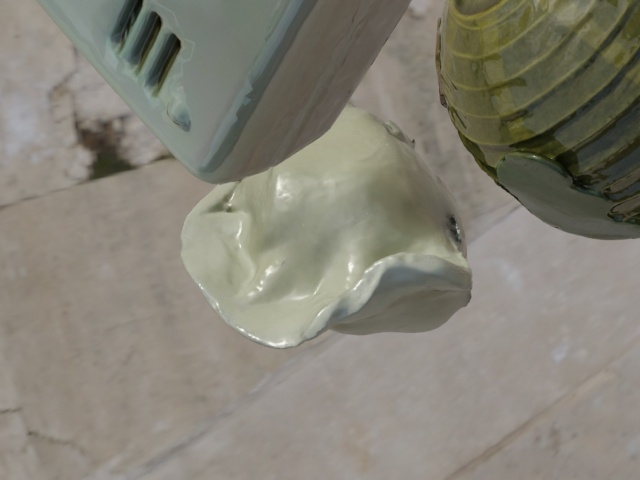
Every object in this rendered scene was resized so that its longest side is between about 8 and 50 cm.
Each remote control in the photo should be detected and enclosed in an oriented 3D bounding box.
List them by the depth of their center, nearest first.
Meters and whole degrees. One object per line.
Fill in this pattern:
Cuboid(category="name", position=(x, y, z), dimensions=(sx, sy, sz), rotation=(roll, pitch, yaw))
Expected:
Cuboid(category="remote control", position=(0.008, -0.160, 0.297), dimensions=(0.145, 0.050, 0.344), rotation=(50, 140, 14))

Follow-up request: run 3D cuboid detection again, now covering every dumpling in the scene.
Cuboid(category="dumpling", position=(0.000, 0.000, 1.582), dimensions=(0.243, 0.318, 0.187), rotation=(-22, 126, -12))

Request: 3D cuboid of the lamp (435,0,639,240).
Cuboid(category="lamp", position=(0.216, -0.117, 1.169), dimensions=(0.284, 0.250, 0.250), rotation=(28, 109, -24))
